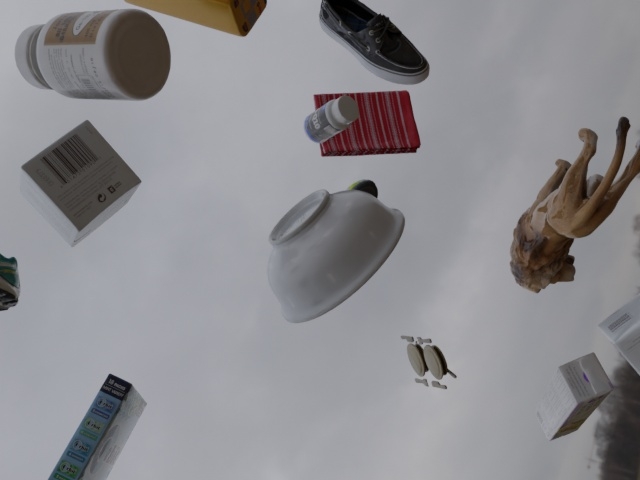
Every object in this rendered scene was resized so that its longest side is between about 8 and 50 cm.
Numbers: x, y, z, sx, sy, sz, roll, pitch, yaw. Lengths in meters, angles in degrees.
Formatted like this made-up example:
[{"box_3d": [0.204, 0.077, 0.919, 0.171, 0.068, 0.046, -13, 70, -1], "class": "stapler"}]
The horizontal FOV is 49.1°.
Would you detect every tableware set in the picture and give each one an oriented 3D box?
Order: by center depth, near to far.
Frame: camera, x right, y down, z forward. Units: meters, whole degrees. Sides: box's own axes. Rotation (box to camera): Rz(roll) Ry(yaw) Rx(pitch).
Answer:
[{"box_3d": [0.264, 0.288, 1.699, 0.039, 0.194, 0.128, -18, -91, -16], "class": "tableware set"}]

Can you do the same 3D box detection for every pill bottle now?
[{"box_3d": [-0.353, -0.282, 1.070, 0.131, 0.229, 0.131, -20, -66, -55], "class": "pill bottle"}, {"box_3d": [0.026, -0.294, 1.698, 0.078, 0.137, 0.078, 13, -112, -34], "class": "pill bottle"}]

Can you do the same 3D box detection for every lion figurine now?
[{"box_3d": [0.426, -0.047, 1.213, 0.240, 0.142, 0.392, -58, -17, -8], "class": "lion figurine"}]

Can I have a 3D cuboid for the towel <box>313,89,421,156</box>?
[{"box_3d": [0.126, -0.323, 1.914, 0.031, 0.275, 0.199, 106, 159, -67], "class": "towel"}]

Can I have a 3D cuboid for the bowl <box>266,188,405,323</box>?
[{"box_3d": [0.000, 0.000, 1.291, 0.134, 0.298, 0.298, 48, -130, -16], "class": "bowl"}]

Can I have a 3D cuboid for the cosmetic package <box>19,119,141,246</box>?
[{"box_3d": [-0.455, -0.102, 1.318, 0.151, 0.183, 0.151, -44, -82, -23], "class": "cosmetic package"}]

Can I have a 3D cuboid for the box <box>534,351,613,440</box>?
[{"box_3d": [0.424, 0.275, 1.195, 0.324, 0.063, 0.067, 70, 178, -62], "class": "box"}]

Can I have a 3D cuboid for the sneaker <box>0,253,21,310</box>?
[{"box_3d": [-0.587, 0.019, 1.086, 0.275, 0.107, 0.110, 45, -153, -48], "class": "sneaker"}]

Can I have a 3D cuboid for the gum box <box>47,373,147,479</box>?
[{"box_3d": [-0.327, 0.302, 1.029, 0.157, 0.041, 0.184, 101, -167, -66], "class": "gum box"}]

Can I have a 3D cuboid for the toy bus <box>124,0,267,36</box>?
[{"box_3d": [-0.260, -0.481, 1.269, 0.130, 0.332, 0.108, -62, -20, -18], "class": "toy bus"}]

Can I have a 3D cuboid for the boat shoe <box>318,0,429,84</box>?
[{"box_3d": [0.086, -0.341, 1.143, 0.080, 0.228, 0.076, -38, -24, -18], "class": "boat shoe"}]

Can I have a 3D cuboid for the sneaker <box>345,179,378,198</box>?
[{"box_3d": [0.090, -0.018, 1.842, 0.111, 0.121, 0.300, 24, -96, -31], "class": "sneaker"}]

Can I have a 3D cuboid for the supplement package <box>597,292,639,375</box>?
[{"box_3d": [0.467, 0.163, 0.816, 0.134, 0.244, 0.139, -41, -8, 12], "class": "supplement package"}]
